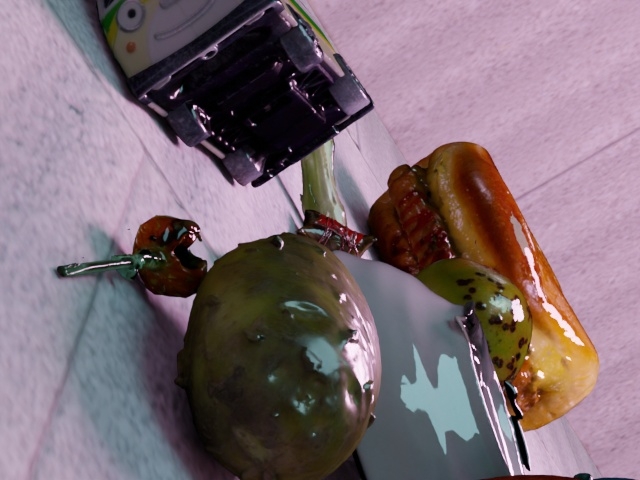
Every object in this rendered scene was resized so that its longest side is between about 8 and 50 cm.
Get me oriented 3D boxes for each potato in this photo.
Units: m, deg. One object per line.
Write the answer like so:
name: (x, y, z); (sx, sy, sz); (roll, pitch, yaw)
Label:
potato: (-0.023, 0.072, 1.058); (0.251, 0.113, 0.149); (-89, 156, -76)

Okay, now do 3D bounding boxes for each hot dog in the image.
hot dog: (0.192, 0.039, 2.186); (0.405, 0.185, 0.223); (64, 8, 30)

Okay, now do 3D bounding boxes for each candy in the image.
candy: (-0.113, 0.013, 1.018); (0.055, 0.049, 0.185); (53, 16, 8)

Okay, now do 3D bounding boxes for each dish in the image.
dish: (0.098, 0.144, 1.346); (0.316, 0.106, 0.316); (-17, 90, -80)

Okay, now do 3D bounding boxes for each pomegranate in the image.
pomegranate: (0.126, 0.090, 1.786); (0.205, 0.159, 0.159); (18, 33, -33)

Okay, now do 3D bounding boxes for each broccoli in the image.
broccoli: (-0.009, -0.090, 1.820); (0.122, 0.118, 0.204); (112, -29, -63)

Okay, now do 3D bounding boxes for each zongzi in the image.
zongzi: (0.000, 0.000, 1.713); (0.083, 0.067, 0.073); (42, 16, 13)

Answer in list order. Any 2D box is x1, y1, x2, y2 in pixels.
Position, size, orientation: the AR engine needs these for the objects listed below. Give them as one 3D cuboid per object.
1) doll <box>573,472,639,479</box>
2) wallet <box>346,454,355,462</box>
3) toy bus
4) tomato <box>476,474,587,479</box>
doll: (0.221, 0.303, 1.246); (0.198, 0.186, 0.321); (-88, 162, -61)
wallet: (-0.013, 0.089, 1.341); (0.190, 0.033, 0.095); (60, 10, 7)
toy bus: (-0.081, -0.175, 1.480); (0.179, 0.143, 0.305); (60, 9, 18)
tomato: (0.105, 0.234, 0.801); (0.265, 0.265, 0.265); (57, 9, -14)
